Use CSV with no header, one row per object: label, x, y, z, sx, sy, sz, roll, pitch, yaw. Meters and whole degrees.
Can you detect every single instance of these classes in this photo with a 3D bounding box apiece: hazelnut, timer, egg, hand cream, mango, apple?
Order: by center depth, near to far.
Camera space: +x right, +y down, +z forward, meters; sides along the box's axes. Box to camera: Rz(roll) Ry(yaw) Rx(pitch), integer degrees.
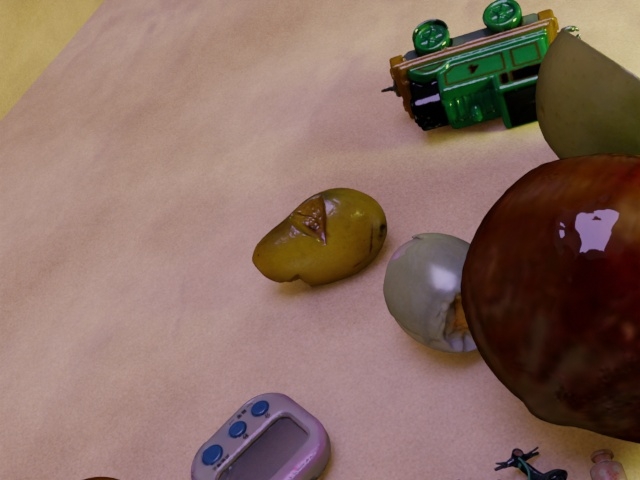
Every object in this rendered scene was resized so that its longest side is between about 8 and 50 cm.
hand cream,0.387,0.368,1.096,0.067,0.043,0.210,-17,46,12
hazelnut,0.399,0.071,1.166,0.421,0.353,0.421,3,54,-4
timer,-0.094,0.348,1.360,0.208,0.069,0.191,-41,42,-18
apple,0.526,-0.192,1.384,0.320,0.312,0.360,-12,31,-2
egg,0.194,0.077,1.407,0.183,0.183,0.217,-30,32,-3
mango,0.000,0.000,1.623,0.262,0.167,0.130,-31,25,1

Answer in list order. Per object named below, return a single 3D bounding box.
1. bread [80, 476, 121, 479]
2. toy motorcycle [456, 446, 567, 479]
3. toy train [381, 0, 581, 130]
bread,-0.350,0.493,1.282,0.270,0.148,0.270,-15,41,13
toy motorcycle,0.254,0.347,1.178,0.173,0.058,0.100,-28,34,2
toy train,0.337,-0.341,1.796,0.429,0.178,0.249,-15,52,15
